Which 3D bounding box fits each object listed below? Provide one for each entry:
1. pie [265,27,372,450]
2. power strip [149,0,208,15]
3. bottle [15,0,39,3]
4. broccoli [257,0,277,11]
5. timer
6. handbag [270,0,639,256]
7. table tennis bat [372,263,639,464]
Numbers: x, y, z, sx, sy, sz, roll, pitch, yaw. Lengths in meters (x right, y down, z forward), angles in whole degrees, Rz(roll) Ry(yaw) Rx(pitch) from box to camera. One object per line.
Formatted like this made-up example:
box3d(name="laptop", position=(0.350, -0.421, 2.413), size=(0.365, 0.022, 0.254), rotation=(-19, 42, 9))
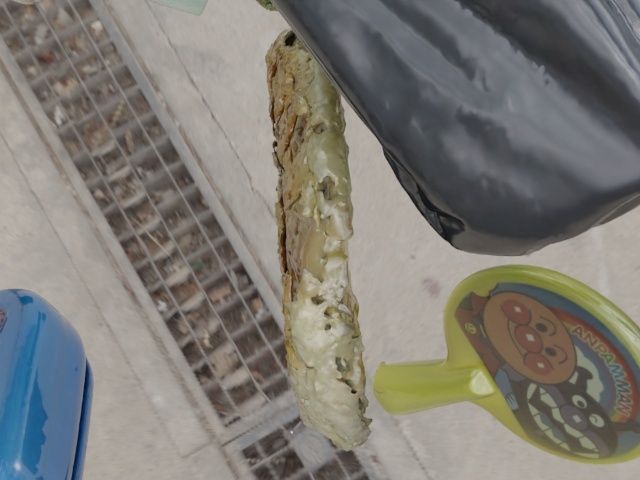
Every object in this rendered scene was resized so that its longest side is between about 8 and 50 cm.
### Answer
box3d(name="pie", position=(0.000, 0.000, 0.747), size=(0.055, 0.274, 0.274), rotation=(-4, 81, -3))
box3d(name="power strip", position=(-0.121, -0.315, 1.111), size=(0.062, 0.385, 0.091), rotation=(18, 121, -17))
box3d(name="bottle", position=(-0.419, -0.379, 1.393), size=(0.236, 0.147, 0.147), rotation=(19, 81, -2))
box3d(name="broccoli", position=(-0.053, -0.305, 1.246), size=(0.120, 0.131, 0.130), rotation=(-18, 47, -9))
box3d(name="timer", position=(-0.320, 0.202, 0.942), size=(0.309, 0.340, 0.115), rotation=(-30, 122, 16))
box3d(name="handbag", position=(0.104, -0.177, 0.574), size=(0.275, 0.178, 0.302), rotation=(55, 41, -8))
box3d(name="table tennis bat", position=(0.173, 0.128, 1.153), size=(0.054, 0.368, 0.224), rotation=(-43, 106, -34))
